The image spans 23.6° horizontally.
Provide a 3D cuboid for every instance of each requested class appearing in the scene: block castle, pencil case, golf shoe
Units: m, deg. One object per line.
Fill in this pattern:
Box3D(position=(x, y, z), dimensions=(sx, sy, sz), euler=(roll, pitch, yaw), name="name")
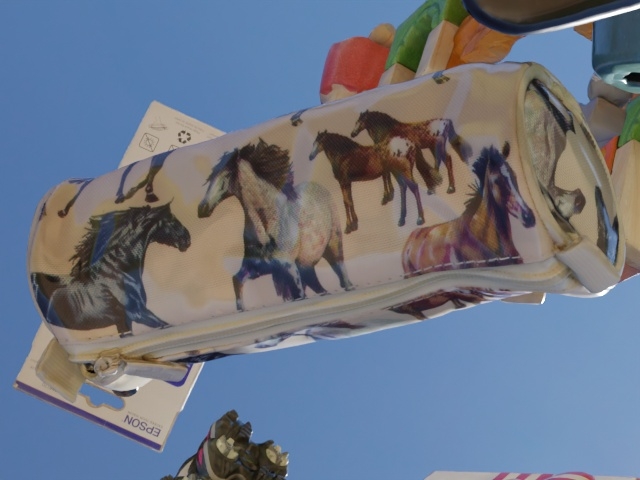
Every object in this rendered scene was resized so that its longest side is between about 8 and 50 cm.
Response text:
Box3D(position=(0.206, -0.142, 1.316), dimensions=(0.303, 0.453, 0.213), euler=(27, -120, -15), name="block castle")
Box3D(position=(0.000, 0.000, 1.044), dimensions=(0.160, 0.410, 0.183), euler=(46, -142, -48), name="pencil case")
Box3D(position=(-0.107, 0.250, 1.291), dimensions=(0.105, 0.120, 0.273), euler=(42, -159, 3), name="golf shoe")

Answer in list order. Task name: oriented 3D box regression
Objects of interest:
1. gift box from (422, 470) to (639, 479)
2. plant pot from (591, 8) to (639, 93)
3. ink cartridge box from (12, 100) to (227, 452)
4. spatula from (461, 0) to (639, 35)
Box3D(position=(0.162, 0.344, 1.379), dimensions=(0.276, 0.255, 0.258), euler=(-26, -72, -59), name="gift box")
Box3D(position=(0.289, -0.237, 0.814), dimensions=(0.341, 0.341, 0.334), euler=(8, -90, -22), name="plant pot")
Box3D(position=(-0.168, 0.038, 1.559), dimensions=(0.165, 0.065, 0.333), euler=(26, -108, -2), name="ink cartridge box")
Box3D(position=(0.161, -0.099, 0.461), dimensions=(0.296, 0.030, 0.084), euler=(-15, -114, -30), name="spatula")
